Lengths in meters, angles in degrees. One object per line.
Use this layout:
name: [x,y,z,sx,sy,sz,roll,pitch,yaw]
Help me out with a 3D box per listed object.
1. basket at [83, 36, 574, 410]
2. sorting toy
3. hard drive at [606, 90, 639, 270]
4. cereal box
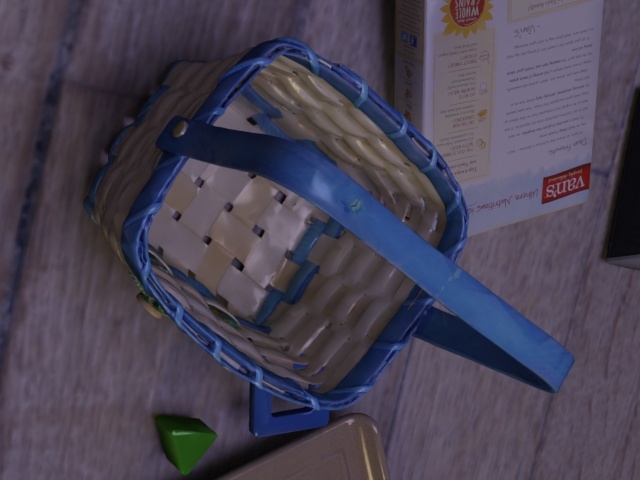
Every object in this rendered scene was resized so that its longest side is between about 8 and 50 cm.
basket: [0.000,0.000,0.949,0.255,0.289,0.201,39,75,-31]
sorting toy: [-0.033,0.242,1.145,0.196,0.047,0.347,-21,113,-23]
hard drive: [0.374,-0.044,1.329,0.255,0.054,0.172,4,100,-34]
cereal box: [0.136,-0.125,1.138,0.173,0.047,0.240,-15,119,-29]
